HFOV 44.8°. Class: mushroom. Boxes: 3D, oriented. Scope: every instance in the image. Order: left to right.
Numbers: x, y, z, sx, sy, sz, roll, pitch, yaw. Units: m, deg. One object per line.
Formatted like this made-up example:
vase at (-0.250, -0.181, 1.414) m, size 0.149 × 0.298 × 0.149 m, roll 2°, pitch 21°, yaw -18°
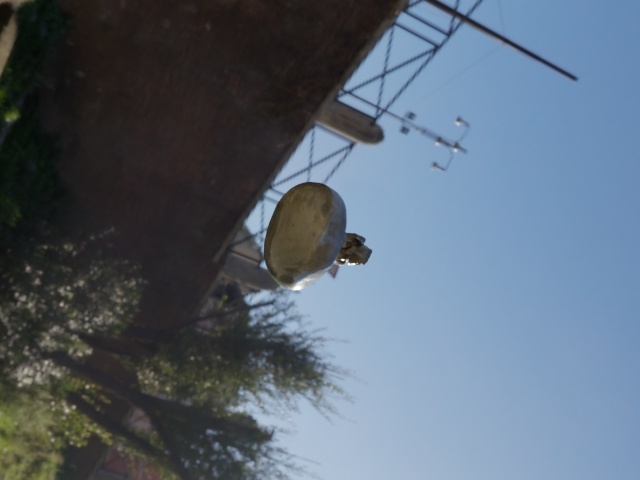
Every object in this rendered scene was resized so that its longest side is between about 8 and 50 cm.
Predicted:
mushroom at (0.000, 0.000, 0.584) m, size 0.085 × 0.079 × 0.085 m, roll -165°, pitch -90°, yaw -70°
